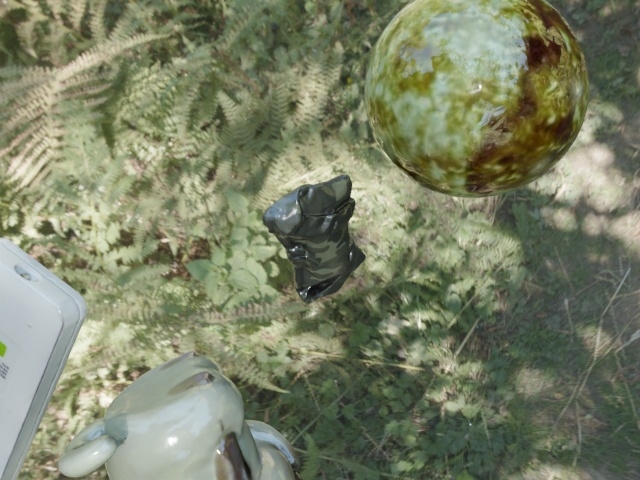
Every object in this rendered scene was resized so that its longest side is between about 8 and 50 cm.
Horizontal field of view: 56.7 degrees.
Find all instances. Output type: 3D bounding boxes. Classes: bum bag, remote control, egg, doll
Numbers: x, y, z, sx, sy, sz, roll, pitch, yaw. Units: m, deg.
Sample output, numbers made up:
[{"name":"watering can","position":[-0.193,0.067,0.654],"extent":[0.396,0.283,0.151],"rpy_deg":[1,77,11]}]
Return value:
[{"name":"bum bag","position":[0.000,0.000,0.963],"extent":[0.144,0.340,0.095],"rpy_deg":[-35,62,-9]},{"name":"remote control","position":[-0.278,0.120,0.502],"extent":[0.103,0.034,0.250],"rpy_deg":[34,115,8]},{"name":"egg","position":[0.187,-0.165,0.687],"extent":[0.238,0.289,0.238],"rpy_deg":[-17,68,49]},{"name":"doll","position":[-0.150,0.319,0.825],"extent":[0.226,0.370,0.215],"rpy_deg":[-49,23,-24]}]
